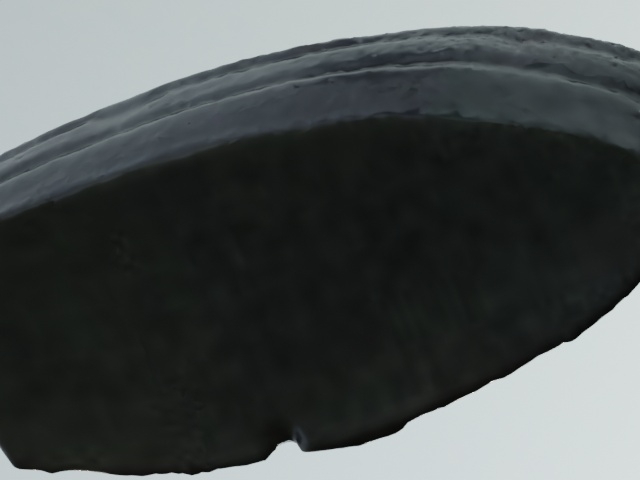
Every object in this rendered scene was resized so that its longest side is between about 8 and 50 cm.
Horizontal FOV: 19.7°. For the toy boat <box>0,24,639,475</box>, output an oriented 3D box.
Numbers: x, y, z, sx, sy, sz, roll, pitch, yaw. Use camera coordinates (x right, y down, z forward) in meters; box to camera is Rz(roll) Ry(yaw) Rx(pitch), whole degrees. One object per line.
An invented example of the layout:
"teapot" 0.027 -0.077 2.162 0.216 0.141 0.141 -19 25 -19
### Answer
"toy boat" 0.000 0.000 0.632 0.283 0.127 0.078 -14 19 18
